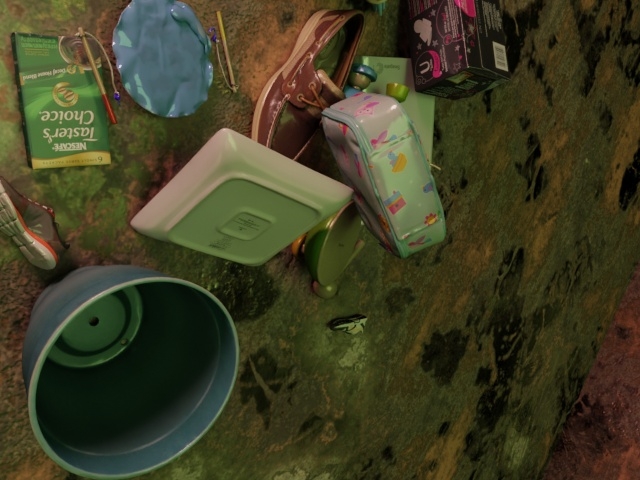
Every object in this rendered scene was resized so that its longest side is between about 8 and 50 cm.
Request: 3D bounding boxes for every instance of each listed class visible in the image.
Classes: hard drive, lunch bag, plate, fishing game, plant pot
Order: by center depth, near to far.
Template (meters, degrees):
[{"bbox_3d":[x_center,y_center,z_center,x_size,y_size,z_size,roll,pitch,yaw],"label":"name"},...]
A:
[{"bbox_3d":[-0.301,0.152,0.773,0.272,0.255,0.271,-12,110,-37],"label":"plant pot"},{"bbox_3d":[-0.248,-0.288,0.837,0.264,0.041,0.189,-36,122,-41],"label":"fishing game"},{"bbox_3d":[-0.126,-0.040,0.881,0.277,0.278,0.045,20,47,-41],"label":"plate"},{"bbox_3d":[0.103,-0.111,0.923,0.108,0.224,0.279,-27,115,-8],"label":"lunch bag"},{"bbox_3d":[0.164,-0.224,1.192,0.233,0.047,0.353,-12,109,-37],"label":"hard drive"}]

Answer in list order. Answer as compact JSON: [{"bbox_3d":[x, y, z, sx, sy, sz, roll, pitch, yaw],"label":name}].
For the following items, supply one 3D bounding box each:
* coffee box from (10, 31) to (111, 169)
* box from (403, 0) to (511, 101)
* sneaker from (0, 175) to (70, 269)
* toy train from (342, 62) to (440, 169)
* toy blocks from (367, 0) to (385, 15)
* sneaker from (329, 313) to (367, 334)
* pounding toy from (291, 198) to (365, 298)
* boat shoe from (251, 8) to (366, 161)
[{"bbox_3d":[-0.369,-0.197,0.764,0.113,0.040,0.184,-10,108,-38],"label":"coffee box"},{"bbox_3d":[0.287,-0.443,1.128,0.163,0.142,0.247,-2,84,-40],"label":"box"},{"bbox_3d":[-0.423,-0.034,0.767,0.065,0.061,0.158,-59,137,-47],"label":"sneaker"},{"bbox_3d":[0.145,-0.246,1.061,0.248,0.105,0.143,17,89,-11],"label":"toy train"},{"bbox_3d":[0.117,-0.538,1.051,0.148,0.054,0.123,67,33,-65],"label":"toy blocks"},{"bbox_3d":[0.066,0.201,1.230,0.109,0.040,0.043,-2,105,-39],"label":"sneaker"},{"bbox_3d":[0.000,0.000,1.100,0.183,0.110,0.237,-59,158,-22],"label":"pounding toy"},{"bbox_3d":[-0.013,-0.278,0.980,0.123,0.123,0.342,34,80,-40],"label":"boat shoe"}]
